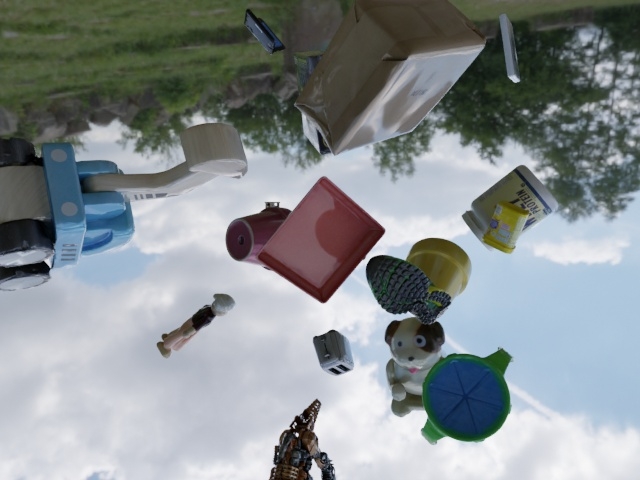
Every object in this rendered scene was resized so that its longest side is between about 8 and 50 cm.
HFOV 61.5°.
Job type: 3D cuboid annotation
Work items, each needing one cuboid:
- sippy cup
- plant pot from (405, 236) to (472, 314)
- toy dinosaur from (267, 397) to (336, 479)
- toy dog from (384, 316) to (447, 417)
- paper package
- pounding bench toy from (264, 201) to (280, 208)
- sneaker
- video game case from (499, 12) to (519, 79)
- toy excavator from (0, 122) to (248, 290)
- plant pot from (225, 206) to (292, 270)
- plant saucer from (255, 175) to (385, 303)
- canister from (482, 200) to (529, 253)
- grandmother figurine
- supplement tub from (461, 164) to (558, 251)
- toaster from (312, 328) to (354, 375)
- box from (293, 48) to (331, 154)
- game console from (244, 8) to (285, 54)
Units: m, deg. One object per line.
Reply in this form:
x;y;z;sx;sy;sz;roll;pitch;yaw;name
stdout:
0.421;0.446;1.546;0.306;0.239;0.224;-14;163;14;sippy cup
0.415;0.156;2.013;0.254;0.253;0.239;6;-140;27;plant pot
-0.042;0.526;1.307;0.164;0.218;0.322;10;-142;37;toy dinosaur
0.400;0.464;2.089;0.285;0.407;0.395;5;-129;28;toy dog
0.155;-0.371;1.212;0.325;0.309;0.168;-25;-108;-42;paper package
-0.206;-0.128;2.236;0.052;0.065;0.083;-1;-176;-25;pounding bench toy
0.206;0.117;1.403;0.146;0.134;0.344;44;-174;40;sneaker
0.639;-0.644;1.817;0.023;0.201;0.183;-8;-175;27;video game case
-0.412;-0.092;1.058;0.446;0.222;0.433;-9;164;-32;toy excavator
-0.178;-0.004;1.629;0.201;0.201;0.180;13;-171;41;plant pot
0.000;0.000;1.354;0.259;0.258;0.048;-51;-146;3;plant saucer
0.706;-0.052;2.050;0.126;0.169;0.073;30;-148;28;canister
-0.468;0.313;2.075;0.342;0.104;0.207;-35;-156;14;grandmother figurine
0.775;-0.129;2.222;0.325;0.235;0.235;-41;-170;18;supplement tub
0.062;0.484;2.295;0.129;0.227;0.146;-23;-123;13;toaster
-0.014;-0.500;1.900;0.097;0.318;0.395;-12;-158;-5;box
-0.154;-0.605;1.543;0.071;0.122;0.107;-41;180;-16;game console
